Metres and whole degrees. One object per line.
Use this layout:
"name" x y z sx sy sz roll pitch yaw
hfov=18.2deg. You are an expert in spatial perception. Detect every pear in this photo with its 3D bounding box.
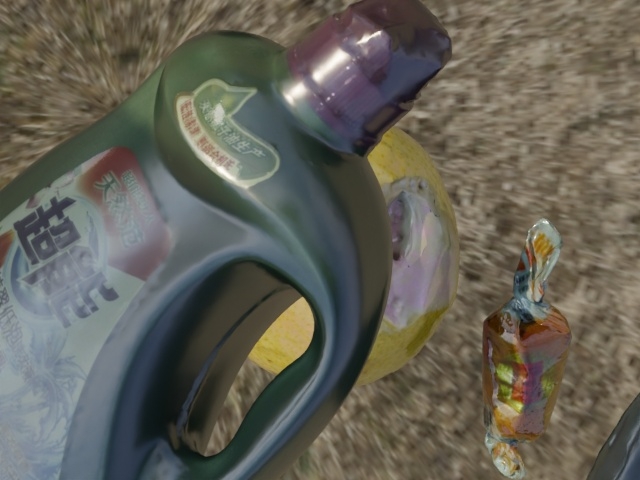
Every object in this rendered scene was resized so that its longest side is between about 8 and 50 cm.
"pear" 0.000 0.000 1.213 0.178 0.178 0.178 0 93 -5

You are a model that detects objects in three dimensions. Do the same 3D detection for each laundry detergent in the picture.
"laundry detergent" -0.038 0.011 0.653 0.221 0.078 0.144 -40 63 19

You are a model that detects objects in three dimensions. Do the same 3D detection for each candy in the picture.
"candy" 0.125 0.075 1.247 0.046 0.053 0.182 -14 124 -34

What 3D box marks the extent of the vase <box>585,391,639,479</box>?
"vase" 0.259 0.153 0.792 0.291 0.245 0.245 38 89 32
